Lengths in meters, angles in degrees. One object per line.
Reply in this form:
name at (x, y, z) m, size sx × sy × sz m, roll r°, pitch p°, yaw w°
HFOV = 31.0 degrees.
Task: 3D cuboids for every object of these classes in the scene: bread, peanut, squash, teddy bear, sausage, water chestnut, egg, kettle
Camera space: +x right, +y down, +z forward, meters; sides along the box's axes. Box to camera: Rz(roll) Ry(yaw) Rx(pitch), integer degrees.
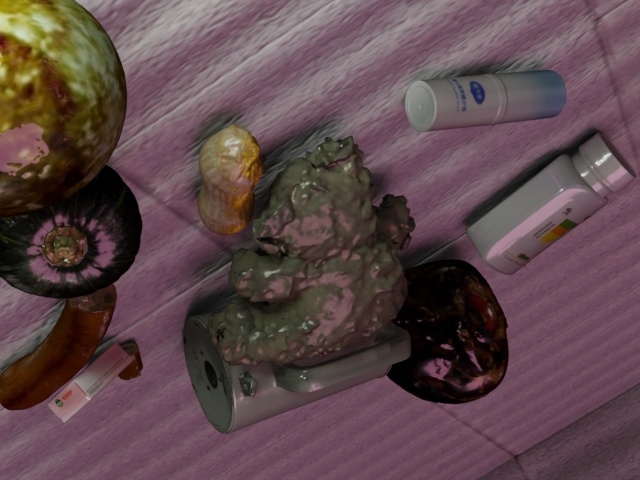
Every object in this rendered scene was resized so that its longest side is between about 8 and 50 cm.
bread at (-0.322, 0.202, 1.927) m, size 0.047 × 0.036 × 0.083 m, roll -19°, pitch 149°, yaw -12°
peanut at (-0.126, -0.081, 1.577) m, size 0.087 × 0.087 × 0.207 m, roll -17°, pitch 152°, yaw -20°
squash at (-0.320, -0.016, 1.426) m, size 0.193 × 0.156 × 0.193 m, roll -7°, pitch 103°, yaw -30°
teddy bear at (0.000, 0.000, 1.735) m, size 0.357 × 0.224 × 0.368 m, roll -27°, pitch 129°, yaw -32°
sausage at (-0.392, 0.158, 1.748) m, size 0.103 × 0.076 × 0.302 m, roll 11°, pitch 133°, yaw -38°
water chestnut at (0.213, 0.173, 2.115) m, size 0.289 × 0.289 × 0.244 m, roll -44°, pitch 174°, yaw 27°
egg at (-0.335, -0.136, 1.134) m, size 0.289 × 0.238 × 0.238 m, roll -16°, pitch 150°, yaw -15°
kettle at (-0.042, 0.177, 1.939) m, size 0.318 × 0.205 × 0.265 m, roll -14°, pitch 163°, yaw -26°

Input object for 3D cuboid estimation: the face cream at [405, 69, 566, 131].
face cream at (0.247, -0.208, 1.706) m, size 0.250 × 0.077 × 0.077 m, roll -10°, pitch 147°, yaw -31°

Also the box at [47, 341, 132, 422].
box at (-0.368, 0.226, 1.843) m, size 0.089 × 0.043 × 0.125 m, roll -39°, pitch -176°, yaw 35°

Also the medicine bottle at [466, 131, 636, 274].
medicine bottle at (0.415, -0.063, 2.067) m, size 0.296 × 0.111 × 0.161 m, roll -40°, pitch 150°, yaw 19°
